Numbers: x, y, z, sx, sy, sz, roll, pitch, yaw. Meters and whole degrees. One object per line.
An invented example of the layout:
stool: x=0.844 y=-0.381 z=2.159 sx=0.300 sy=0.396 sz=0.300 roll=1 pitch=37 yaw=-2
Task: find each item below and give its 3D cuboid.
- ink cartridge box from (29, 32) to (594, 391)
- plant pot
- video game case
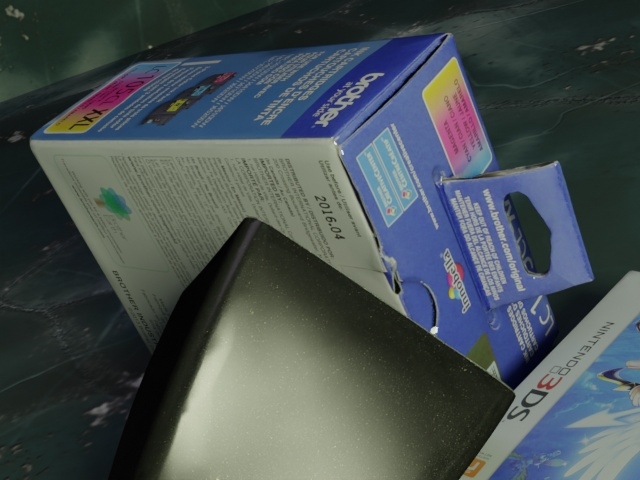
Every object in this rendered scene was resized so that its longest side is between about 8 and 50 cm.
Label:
ink cartridge box: x=0.000 y=0.000 z=0.819 sx=0.395 sy=0.270 sz=0.151 roll=6 pitch=41 yaw=44
plant pot: x=-0.029 y=0.127 z=0.656 sx=0.167 sy=0.188 sz=0.187 roll=-60 pitch=8 yaw=-25
video game case: x=0.242 y=0.122 z=0.643 sx=0.269 sy=0.061 sz=0.244 roll=10 pitch=40 yaw=47
